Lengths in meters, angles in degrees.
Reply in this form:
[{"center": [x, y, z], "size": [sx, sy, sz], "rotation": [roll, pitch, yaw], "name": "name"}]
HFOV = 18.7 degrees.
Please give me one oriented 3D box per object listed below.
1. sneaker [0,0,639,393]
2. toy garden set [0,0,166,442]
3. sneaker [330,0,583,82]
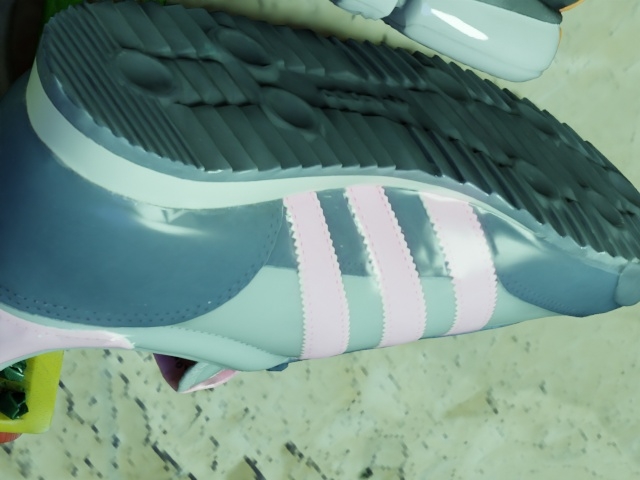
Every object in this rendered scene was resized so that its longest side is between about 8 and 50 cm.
[{"center": [0.000, 0.000, 0.734], "size": [0.319, 0.112, 0.131], "rotation": [10, 127, -41], "name": "sneaker"}, {"center": [-0.184, -0.014, 0.697], "size": [0.244, 0.049, 0.204], "rotation": [3, 117, -24], "name": "toy garden set"}, {"center": [-0.011, -0.182, 0.615], "size": [0.321, 0.124, 0.180], "rotation": [17, 106, -40], "name": "sneaker"}]
